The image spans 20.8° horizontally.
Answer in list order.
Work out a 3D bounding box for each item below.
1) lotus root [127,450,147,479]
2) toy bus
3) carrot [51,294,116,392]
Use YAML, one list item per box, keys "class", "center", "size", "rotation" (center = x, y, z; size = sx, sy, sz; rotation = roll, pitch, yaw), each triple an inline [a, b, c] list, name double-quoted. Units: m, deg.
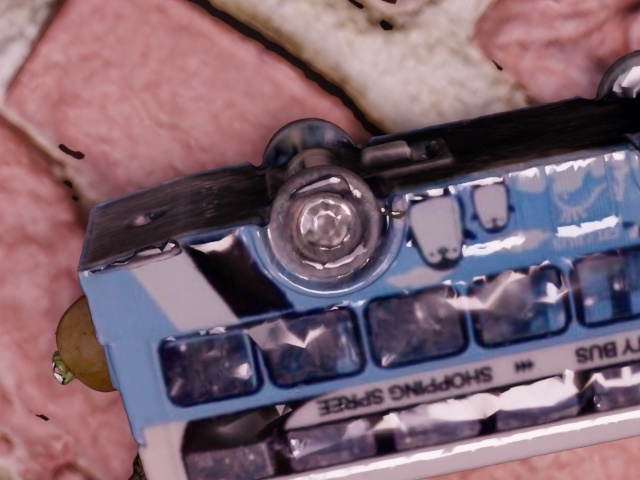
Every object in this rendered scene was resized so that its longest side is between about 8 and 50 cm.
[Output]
- class: "lotus root"
  center: [-0.060, 0.130, 0.745]
  size: [0.054, 0.049, 0.099]
  rotation: [-9, 96, 17]
- class: "toy bus"
  center: [0.065, 0.013, 0.664]
  size: [0.297, 0.106, 0.131]
  rotation: [-11, 107, -1]
- class: "carrot"
  center: [0.000, 0.000, 0.727]
  size: [0.254, 0.049, 0.049]
  rotation: [-24, 93, 6]
